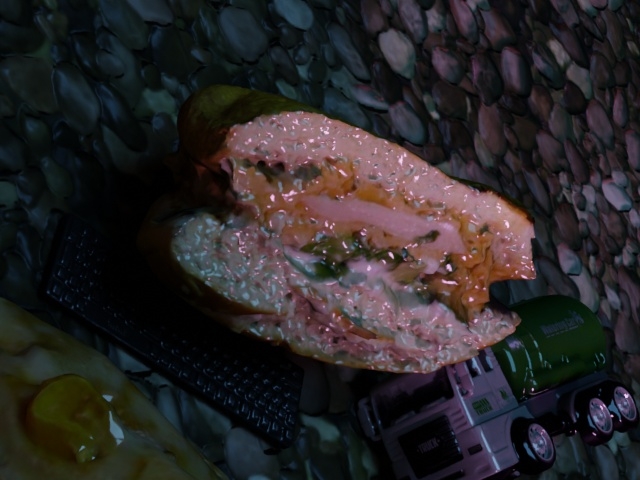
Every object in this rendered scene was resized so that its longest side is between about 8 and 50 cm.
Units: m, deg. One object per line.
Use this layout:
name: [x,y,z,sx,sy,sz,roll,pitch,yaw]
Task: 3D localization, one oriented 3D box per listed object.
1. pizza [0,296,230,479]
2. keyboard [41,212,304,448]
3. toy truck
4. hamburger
pizza: [-0.009,0.183,0.782,0.080,0.435,0.392,-50,140,-6]
keyboard: [-0.086,0.059,0.971,0.204,0.013,0.061,37,46,-32]
toy truck: [0.136,0.110,1.139,0.242,0.101,0.125,-13,77,-54]
hamburger: [0.000,0.000,0.990,0.283,0.157,0.144,21,87,-38]
